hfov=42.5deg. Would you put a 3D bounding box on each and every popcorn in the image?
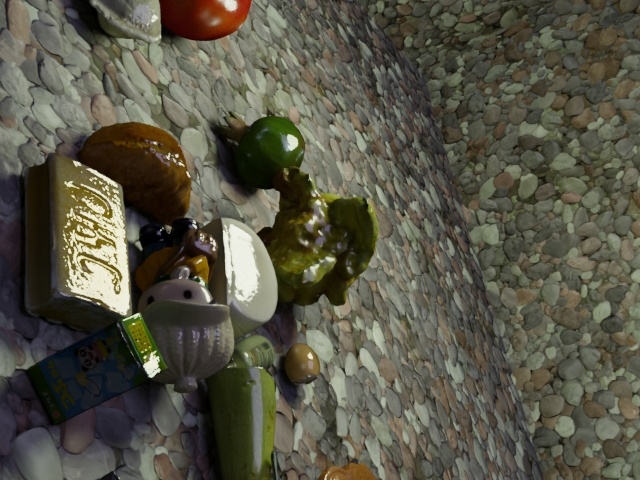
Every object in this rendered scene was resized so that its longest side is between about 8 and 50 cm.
[{"bbox_3d":[0.005,0.010,1.881,0.290,0.326,0.321,34,31,-46],"label":"popcorn"}]

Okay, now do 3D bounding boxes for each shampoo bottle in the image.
[{"bbox_3d":[-0.158,0.241,1.625,0.079,0.079,0.162,65,25,4],"label":"shampoo bottle"}]

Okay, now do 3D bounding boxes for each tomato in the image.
[{"bbox_3d":[-0.313,-0.617,1.985,0.298,0.226,0.298,35,43,-42],"label":"tomato"}]

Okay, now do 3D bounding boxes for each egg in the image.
[{"bbox_3d":[-0.041,0.273,1.827,0.080,0.080,0.096,30,43,-51],"label":"egg"}]

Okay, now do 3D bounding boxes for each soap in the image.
[{"bbox_3d":[-0.400,0.007,1.361,0.173,0.089,0.274,30,40,-50],"label":"soap"}]

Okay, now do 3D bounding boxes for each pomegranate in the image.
[{"bbox_3d":[-0.150,-0.234,2.027,0.225,0.187,0.187,33,27,0],"label":"pomegranate"}]

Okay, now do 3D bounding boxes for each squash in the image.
[{"bbox_3d":[-0.131,0.383,1.506,0.137,0.137,0.287,24,51,-55],"label":"squash"}]

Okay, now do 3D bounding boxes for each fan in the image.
[{"bbox_3d":[-0.077,0.474,1.514,0.152,0.008,0.226,-75,163,-57],"label":"fan"}]

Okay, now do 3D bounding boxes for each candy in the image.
[{"bbox_3d":[-0.326,0.187,1.197,0.097,0.194,0.062,63,23,-1],"label":"candy"}]

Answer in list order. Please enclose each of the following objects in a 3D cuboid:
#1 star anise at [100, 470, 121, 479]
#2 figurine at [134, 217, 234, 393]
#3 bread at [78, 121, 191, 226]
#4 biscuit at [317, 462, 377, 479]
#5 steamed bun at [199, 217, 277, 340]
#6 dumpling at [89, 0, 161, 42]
[{"bbox_3d":[-0.260,0.487,1.137,0.331,0.118,0.331,53,17,-24],"label":"star anise"},{"bbox_3d":[-0.249,0.116,1.474,0.332,0.185,0.204,-106,-176,-59],"label":"figurine"},{"bbox_3d":[-0.329,-0.141,1.594,0.260,0.134,0.129,40,32,-43],"label":"bread"},{"bbox_3d":[0.060,0.581,1.737,0.202,0.047,0.334,55,24,0],"label":"biscuit"},{"bbox_3d":[-0.181,0.090,1.643,0.164,0.146,0.241,33,37,-44],"label":"steamed bun"},{"bbox_3d":[-0.433,-0.502,1.767,0.166,0.126,0.215,0,68,-46],"label":"dumpling"}]
